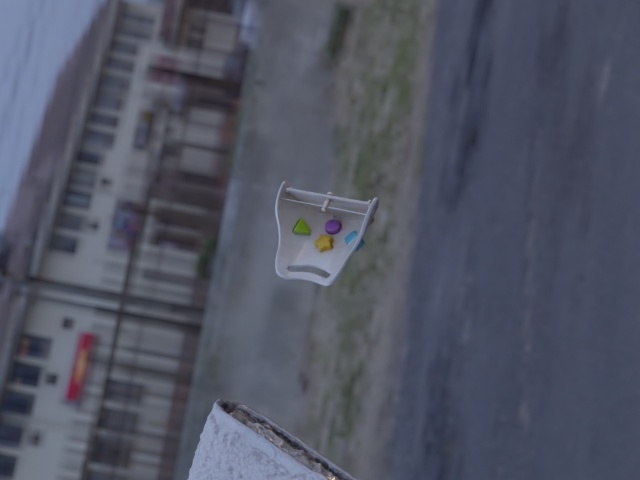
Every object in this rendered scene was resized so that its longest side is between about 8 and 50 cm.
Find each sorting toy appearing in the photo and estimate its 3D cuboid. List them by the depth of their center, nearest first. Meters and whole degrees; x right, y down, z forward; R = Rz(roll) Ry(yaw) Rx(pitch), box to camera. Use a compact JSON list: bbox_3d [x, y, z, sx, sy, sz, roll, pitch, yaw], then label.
[{"bbox_3d":[0.000,0.000,1.463,0.075,0.083,0.045,-67,-27,-25],"label":"sorting toy"}]

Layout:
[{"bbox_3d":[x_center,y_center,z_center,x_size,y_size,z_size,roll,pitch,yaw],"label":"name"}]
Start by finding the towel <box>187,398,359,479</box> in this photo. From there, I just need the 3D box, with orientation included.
[{"bbox_3d":[0.001,0.246,1.182,0.049,0.282,0.187,4,-68,-55],"label":"towel"}]
